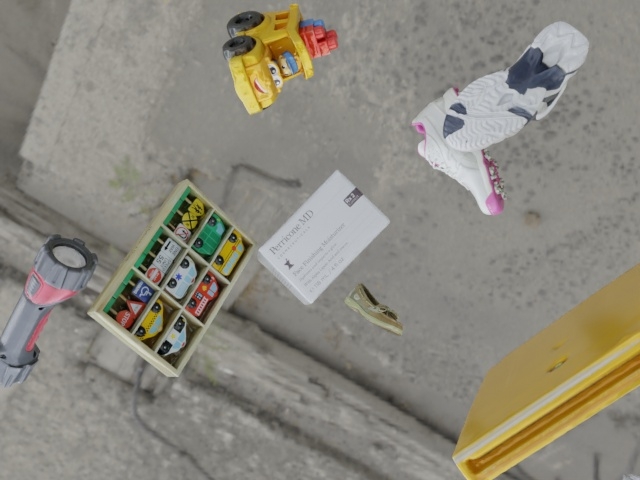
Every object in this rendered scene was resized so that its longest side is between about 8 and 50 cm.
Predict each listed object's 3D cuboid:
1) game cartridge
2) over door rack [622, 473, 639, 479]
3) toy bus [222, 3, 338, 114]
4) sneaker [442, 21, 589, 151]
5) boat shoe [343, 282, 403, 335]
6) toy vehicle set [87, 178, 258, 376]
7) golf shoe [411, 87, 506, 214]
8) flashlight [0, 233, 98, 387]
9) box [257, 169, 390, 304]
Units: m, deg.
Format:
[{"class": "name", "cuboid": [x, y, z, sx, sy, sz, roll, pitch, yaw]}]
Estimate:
[{"class": "game cartridge", "cuboid": [0.304, 0.144, 1.069, 0.285, 0.323, 0.053, -40, 86, 20]}, {"class": "over door rack", "cuboid": [0.252, 0.302, 0.541, 0.108, 0.239, 0.324, 16, 179, -3]}, {"class": "toy bus", "cuboid": [-0.071, -0.370, 1.765, 0.211, 0.220, 0.149, -10, 129, 12]}, {"class": "sneaker", "cuboid": [0.266, -0.189, 1.245, 0.094, 0.235, 0.153, 41, 172, 14]}, {"class": "boat shoe", "cuboid": [0.097, 0.119, 1.541, 0.056, 0.048, 0.153, 33, 179, -32]}, {"class": "toy vehicle set", "cuboid": [-0.225, 0.057, 1.398, 0.166, 0.267, 0.035, 43, 149, -23]}, {"class": "golf shoe", "cuboid": [0.284, -0.167, 1.832, 0.140, 0.306, 0.115, -26, 147, 16]}, {"class": "flashlight", "cuboid": [-0.497, 0.130, 1.573, 0.103, 0.103, 0.304, 27, 119, -13]}, {"class": "box", "cuboid": [0.000, 0.000, 1.431, 0.119, 0.181, 0.182, 44, 174, 1]}]
